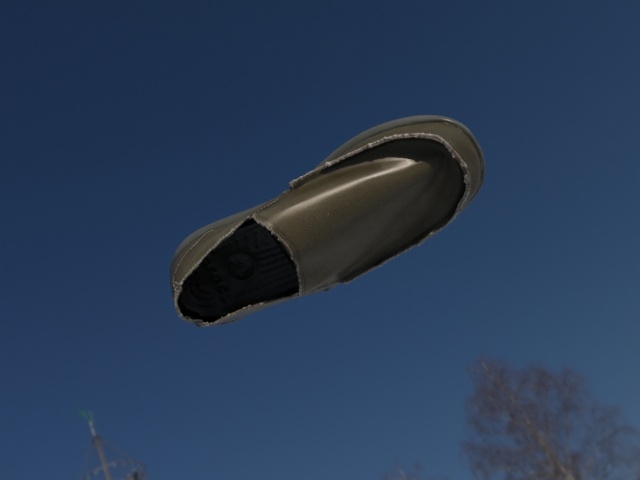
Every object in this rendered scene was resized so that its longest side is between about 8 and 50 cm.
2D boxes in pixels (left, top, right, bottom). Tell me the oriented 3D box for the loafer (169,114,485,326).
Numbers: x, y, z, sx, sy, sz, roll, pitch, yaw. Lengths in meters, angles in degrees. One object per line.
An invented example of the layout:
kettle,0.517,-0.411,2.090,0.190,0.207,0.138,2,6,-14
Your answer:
loafer,0.000,0.000,0.587,0.251,0.087,0.094,-29,-75,16
